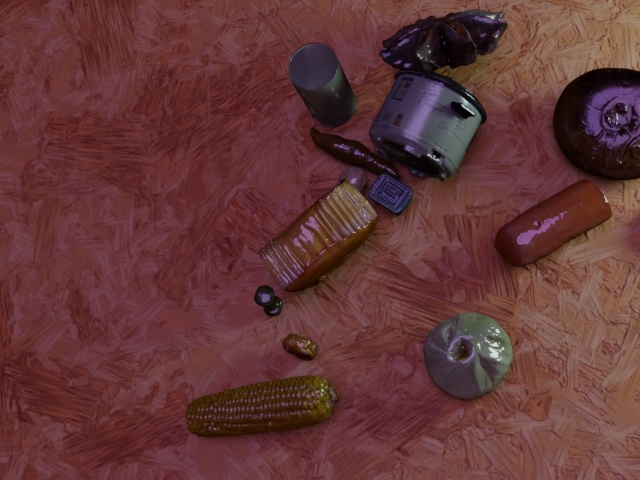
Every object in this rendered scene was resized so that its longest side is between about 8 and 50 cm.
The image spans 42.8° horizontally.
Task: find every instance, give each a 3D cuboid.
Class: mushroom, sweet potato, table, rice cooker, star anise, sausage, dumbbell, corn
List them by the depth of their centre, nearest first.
[{"bbox_3d":[0.515,-0.033,1.842,0.259,0.113,0.114,-29,68,2],"label":"sausage"},{"bbox_3d":[0.680,-0.276,1.849,0.297,0.163,0.278,7,75,17],"label":"mushroom"},{"bbox_3d":[-0.135,0.384,1.868,0.363,0.120,0.121,-14,70,12],"label":"corn"},{"bbox_3d":[0.254,-0.282,1.920,0.241,0.280,0.227,30,84,-24],"label":"rice cooker"},{"bbox_3d":[-0.122,0.144,1.938,0.046,0.118,0.052,10,74,13],"label":"dumbbell"},{"bbox_3d":[0.301,-0.482,1.985,0.331,0.118,0.332,-18,24,8],"label":"star anise"},{"bbox_3d":[0.080,-0.141,2.008,0.083,0.067,0.084,-29,39,27],"label":"mushroom"},{"bbox_3d":[0.008,-0.379,2.018,0.126,0.220,0.126,-4,74,12],"label":"table"},{"bbox_3d":[0.087,-0.215,2.029,0.273,0.067,0.067,27,81,19],"label":"sweet potato"}]

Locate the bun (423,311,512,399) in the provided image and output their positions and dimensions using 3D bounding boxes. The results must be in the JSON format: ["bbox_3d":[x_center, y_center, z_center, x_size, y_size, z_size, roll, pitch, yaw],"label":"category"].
[{"bbox_3d":[0.324,0.249,1.796,0.195,0.118,0.196,-4,69,10],"label":"bun"}]

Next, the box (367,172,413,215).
[{"bbox_3d":[0.172,-0.107,1.979,0.099,0.054,0.074,34,82,21],"label":"box"}]

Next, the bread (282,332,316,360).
[{"bbox_3d":[-0.049,0.248,1.910,0.083,0.081,0.046,33,71,-11],"label":"bread"}]

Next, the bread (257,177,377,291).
[{"bbox_3d":[0.000,0.000,1.926,0.288,0.204,0.156,-39,89,3],"label":"bread"}]
